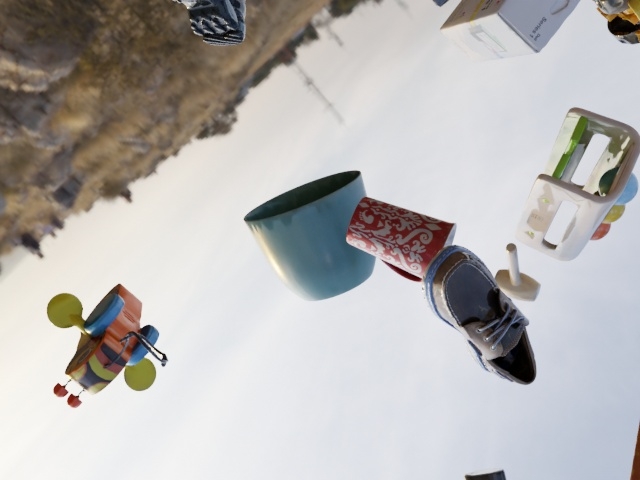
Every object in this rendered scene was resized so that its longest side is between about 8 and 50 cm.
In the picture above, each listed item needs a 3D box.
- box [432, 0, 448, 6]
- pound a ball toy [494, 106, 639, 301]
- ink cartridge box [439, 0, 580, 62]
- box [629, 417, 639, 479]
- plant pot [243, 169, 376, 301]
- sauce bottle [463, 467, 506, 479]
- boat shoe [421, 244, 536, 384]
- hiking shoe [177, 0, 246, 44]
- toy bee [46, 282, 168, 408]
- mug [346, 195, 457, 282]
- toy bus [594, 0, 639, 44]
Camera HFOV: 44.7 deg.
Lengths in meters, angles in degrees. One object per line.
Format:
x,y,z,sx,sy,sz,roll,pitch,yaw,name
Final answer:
0.127,-0.450,1.095,0.059,0.233,0.183,-37,-168,32,box
0.375,-0.027,1.183,0.208,0.135,0.319,-62,165,-14,pound a ball toy
0.380,-0.466,1.513,0.201,0.117,0.278,-52,-164,-1,ink cartridge box
0.776,0.390,1.555,0.215,0.168,0.345,-9,-126,49,box
0.000,0.000,1.814,0.293,0.235,0.293,-21,-168,5,plant pot
0.308,0.556,1.282,0.111,0.345,0.111,-9,170,-2,sauce bottle
0.156,0.071,0.707,0.066,0.183,0.066,-48,-138,-6,boat shoe
-0.208,-0.460,1.293,0.113,0.304,0.132,0,-114,14,hiking shoe
-0.335,0.159,1.159,0.162,0.195,0.298,-45,180,-5,toy bee
0.135,0.009,1.370,0.113,0.169,0.150,-43,151,-59,mug
0.416,-0.327,0.901,0.211,0.149,0.220,-41,-147,21,toy bus
